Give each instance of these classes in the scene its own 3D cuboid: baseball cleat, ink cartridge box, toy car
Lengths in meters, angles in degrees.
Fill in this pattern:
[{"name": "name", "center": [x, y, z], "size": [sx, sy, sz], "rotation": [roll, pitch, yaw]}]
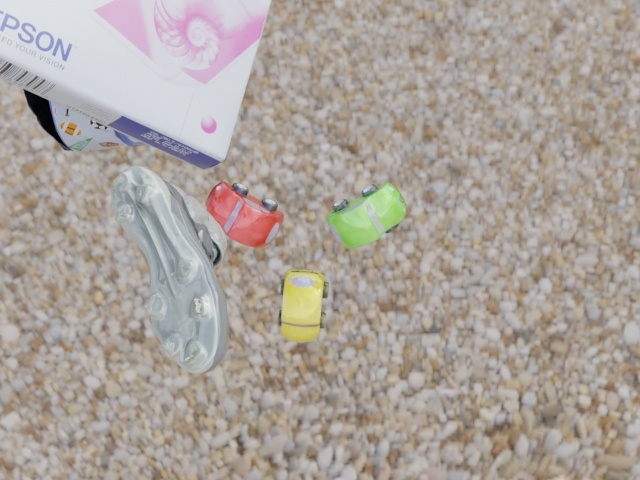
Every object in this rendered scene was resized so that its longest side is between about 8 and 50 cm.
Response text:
[{"name": "baseball cleat", "center": [-0.104, 0.022, 0.927], "size": [0.072, 0.109, 0.206], "rotation": [-37, 59, 23]}, {"name": "ink cartridge box", "center": [-0.215, -0.293, 1.274], "size": [0.324, 0.071, 0.330], "rotation": [23, 70, -28]}, {"name": "toy car", "center": [0.000, 0.000, 1.364], "size": [0.225, 0.239, 0.053], "rotation": [-27, 17, 11]}]

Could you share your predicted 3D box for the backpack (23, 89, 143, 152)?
[{"name": "backpack", "center": [-0.319, -0.267, 1.662], "size": [0.213, 0.263, 0.276], "rotation": [2, 19, 14]}]
